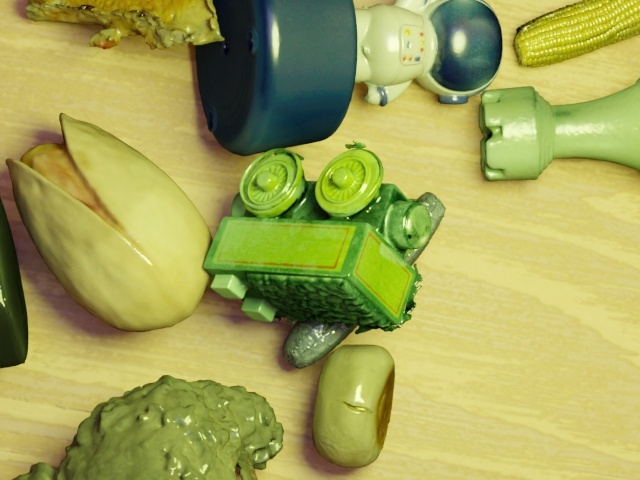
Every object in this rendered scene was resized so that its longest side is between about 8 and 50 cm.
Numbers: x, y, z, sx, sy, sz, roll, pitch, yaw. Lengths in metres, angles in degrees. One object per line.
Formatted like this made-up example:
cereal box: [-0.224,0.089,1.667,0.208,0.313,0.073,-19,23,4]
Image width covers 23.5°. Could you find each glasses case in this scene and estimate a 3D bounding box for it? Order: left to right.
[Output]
glasses case: [0.055,0.050,1.932,0.067,0.109,0.282,42,80,-5]

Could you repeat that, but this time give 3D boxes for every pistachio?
pistachio: [-0.256,-0.018,1.871,0.187,0.187,0.299,-42,83,-11]

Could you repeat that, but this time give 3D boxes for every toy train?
toy train: [0.000,0.000,1.828,0.272,0.159,0.188,4,63,37]

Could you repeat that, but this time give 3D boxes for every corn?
corn: [0.350,-0.284,2.043,0.203,0.072,0.072,-21,84,-8]

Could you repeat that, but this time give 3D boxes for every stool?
stool: [-0.432,0.047,1.827,0.141,0.232,0.232,-11,82,-6]

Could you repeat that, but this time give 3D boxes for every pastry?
pastry: [0.040,0.200,1.885,0.092,0.156,0.156,6,80,7]

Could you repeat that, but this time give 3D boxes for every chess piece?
chess piece: [0.357,-0.143,1.973,0.299,0.194,0.194,-3,81,2]

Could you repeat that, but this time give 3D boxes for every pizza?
pizza: [-0.222,-0.311,1.923,0.297,0.071,0.189,16,62,33]

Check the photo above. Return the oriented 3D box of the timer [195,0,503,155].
timer: [0.056,-0.248,1.934,0.384,0.270,0.270,-4,81,-21]

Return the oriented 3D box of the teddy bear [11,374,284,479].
teddy bear: [-0.238,0.319,1.790,0.368,0.357,0.224,-25,124,17]
